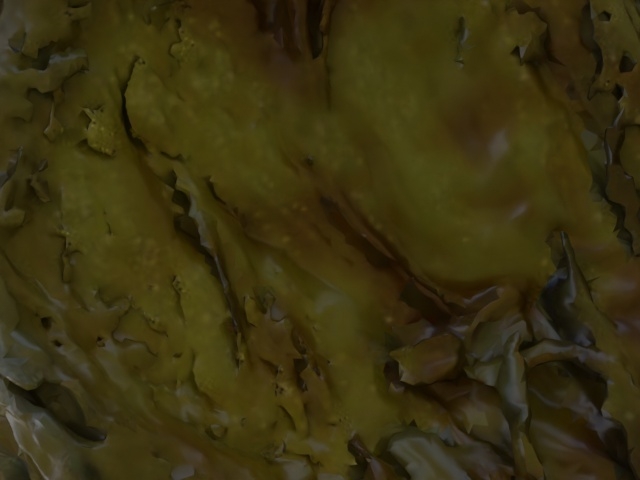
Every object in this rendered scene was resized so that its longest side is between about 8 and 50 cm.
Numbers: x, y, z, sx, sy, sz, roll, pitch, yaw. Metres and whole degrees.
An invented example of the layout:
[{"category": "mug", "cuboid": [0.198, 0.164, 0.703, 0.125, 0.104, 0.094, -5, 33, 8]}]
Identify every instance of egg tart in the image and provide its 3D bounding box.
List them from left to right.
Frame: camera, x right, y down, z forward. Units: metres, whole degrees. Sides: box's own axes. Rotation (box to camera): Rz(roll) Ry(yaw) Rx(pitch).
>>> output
[{"category": "egg tart", "cuboid": [0.000, 0.000, 0.506, 0.232, 0.252, 0.098, -48, 2, -13]}]
